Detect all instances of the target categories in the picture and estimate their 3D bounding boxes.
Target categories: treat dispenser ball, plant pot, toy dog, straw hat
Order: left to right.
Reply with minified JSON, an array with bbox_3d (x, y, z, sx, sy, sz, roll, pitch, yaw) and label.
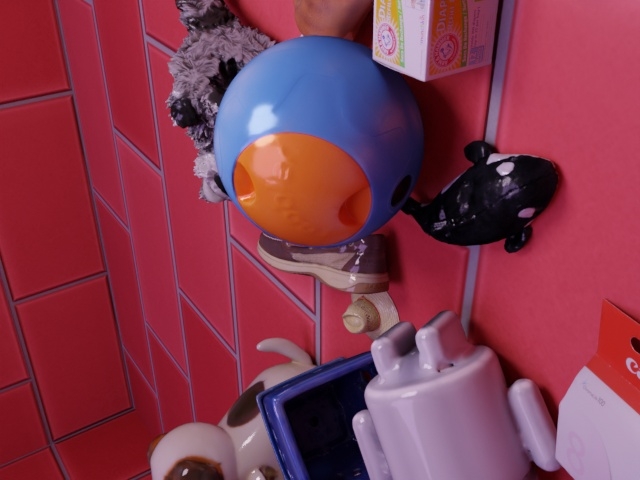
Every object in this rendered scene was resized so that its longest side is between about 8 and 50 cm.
[{"bbox_3d":[-0.146,0.440,1.499,0.284,0.407,0.396,24,128,52],"label":"toy dog"},{"bbox_3d":[-0.001,-0.134,0.994,0.288,0.288,0.288,38,139,44],"label":"treat dispenser ball"},{"bbox_3d":[0.019,0.347,1.348,0.212,0.235,0.236,-18,92,68],"label":"plant pot"},{"bbox_3d":[0.073,0.136,1.287,0.144,0.061,0.145,39,139,44],"label":"straw hat"}]

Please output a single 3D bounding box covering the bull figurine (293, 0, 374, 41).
[{"bbox_3d":[0.011,-0.359,1.040,0.310,0.101,0.189,-33,77,62],"label":"bull figurine"}]

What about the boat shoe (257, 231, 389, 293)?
[{"bbox_3d":[0.000,0.000,1.289,0.342,0.123,0.123,19,110,55],"label":"boat shoe"}]

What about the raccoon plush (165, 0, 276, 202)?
[{"bbox_3d":[-0.163,-0.285,1.396,0.299,0.216,0.447,95,175,-61],"label":"raccoon plush"}]

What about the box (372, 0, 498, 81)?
[{"bbox_3d":[0.136,-0.304,0.843,0.103,0.114,0.203,38,140,45],"label":"box"}]

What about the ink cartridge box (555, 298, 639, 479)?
[{"bbox_3d":[0.345,0.213,0.816,0.189,0.066,0.232,-127,24,-61],"label":"ink cartridge box"}]

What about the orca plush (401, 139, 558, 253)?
[{"bbox_3d":[0.174,-0.047,0.950,0.287,0.102,0.151,10,116,59],"label":"orca plush"}]

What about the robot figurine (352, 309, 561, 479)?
[{"bbox_3d":[0.189,0.285,1.032,0.299,0.199,0.354,-17,92,33],"label":"robot figurine"}]
